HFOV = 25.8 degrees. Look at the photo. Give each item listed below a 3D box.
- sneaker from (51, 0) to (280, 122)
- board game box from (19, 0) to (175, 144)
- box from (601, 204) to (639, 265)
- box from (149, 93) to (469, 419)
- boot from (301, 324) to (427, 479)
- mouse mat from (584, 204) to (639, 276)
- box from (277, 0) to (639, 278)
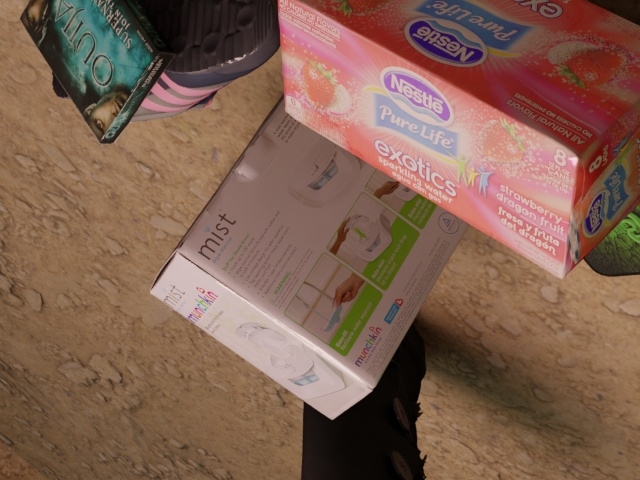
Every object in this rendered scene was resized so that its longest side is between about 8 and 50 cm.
[{"bbox_3d":[-0.131,-0.187,1.437,0.319,0.112,0.131,-4,159,43],"label":"sneaker"},{"bbox_3d":[-0.228,-0.205,1.403,0.126,0.026,0.186,-51,60,30],"label":"board game box"},{"bbox_3d":[0.281,-0.074,1.230,0.175,0.051,0.220,32,150,3],"label":"box"},{"bbox_3d":[0.000,0.000,1.398,0.231,0.262,0.127,34,151,-4],"label":"box"},{"bbox_3d":[-0.001,0.194,1.499,0.146,0.445,0.367,-32,122,27],"label":"boot"},{"bbox_3d":[0.261,-0.034,1.248,0.153,0.007,0.189,-8,130,50],"label":"mouse mat"},{"bbox_3d":[0.123,-0.125,1.132,0.300,0.154,0.142,34,149,29],"label":"box"}]
